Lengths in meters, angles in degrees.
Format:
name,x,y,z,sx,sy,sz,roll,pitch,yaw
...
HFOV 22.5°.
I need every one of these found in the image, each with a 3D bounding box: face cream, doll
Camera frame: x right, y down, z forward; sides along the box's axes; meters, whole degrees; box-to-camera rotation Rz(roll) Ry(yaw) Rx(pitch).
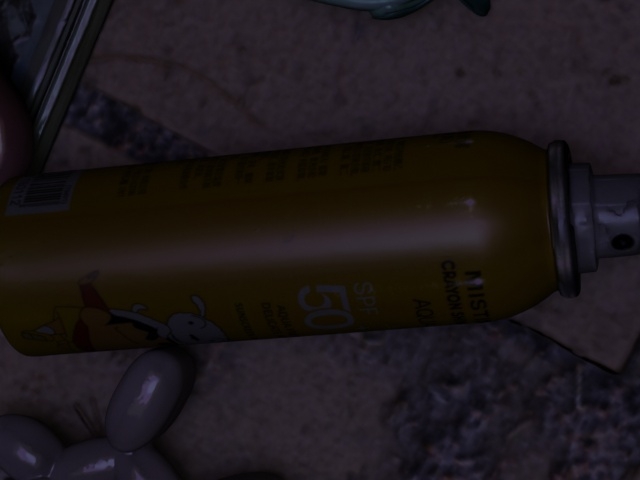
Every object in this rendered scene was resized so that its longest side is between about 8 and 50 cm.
name,x,y,z,sx,sy,sz,roll,pitch,yaw
face cream,0.000,0.000,0.872,0.349,0.105,0.105,-5,93,11
doll,-0.119,0.141,0.927,0.160,0.059,0.161,-39,87,10

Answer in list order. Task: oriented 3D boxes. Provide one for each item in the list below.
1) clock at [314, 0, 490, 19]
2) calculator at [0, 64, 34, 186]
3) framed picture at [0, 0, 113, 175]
name,x,y,z,sx,sy,sz,roll,pitch,yaw
clock,0.037,-0.170,0.885,0.135,0.041,0.101,22,97,8
calculator,-0.320,-0.086,0.938,0.330,0.048,0.220,39,99,3
framed picture,-0.240,-0.152,0.950,0.232,0.019,0.296,24,98,8
